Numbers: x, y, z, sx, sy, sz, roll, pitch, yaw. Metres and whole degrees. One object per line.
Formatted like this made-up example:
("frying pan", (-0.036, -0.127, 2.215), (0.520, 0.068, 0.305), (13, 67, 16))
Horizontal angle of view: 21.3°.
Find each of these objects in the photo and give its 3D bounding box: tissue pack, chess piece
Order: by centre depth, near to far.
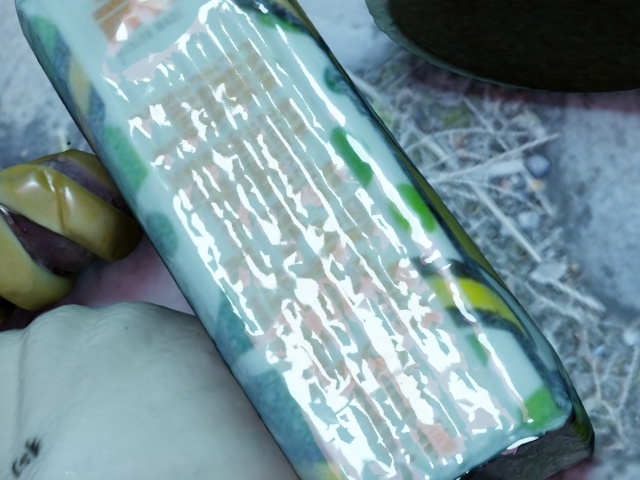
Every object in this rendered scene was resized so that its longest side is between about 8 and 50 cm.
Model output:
("tissue pack", (0.000, 0.000, 0.841), (0.128, 0.228, 0.311), (-34, 75, 4))
("chess piece", (0.137, -0.245, 0.892), (0.195, 0.194, 0.299), (8, 73, 13))

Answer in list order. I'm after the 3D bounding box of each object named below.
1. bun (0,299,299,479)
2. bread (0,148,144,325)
("bun", (-0.123, 0.150, 0.871), (0.263, 0.175, 0.263), (-2, 78, 11))
("bread", (-0.207, 0.015, 0.938), (0.225, 0.134, 0.081), (-22, 96, 9))
